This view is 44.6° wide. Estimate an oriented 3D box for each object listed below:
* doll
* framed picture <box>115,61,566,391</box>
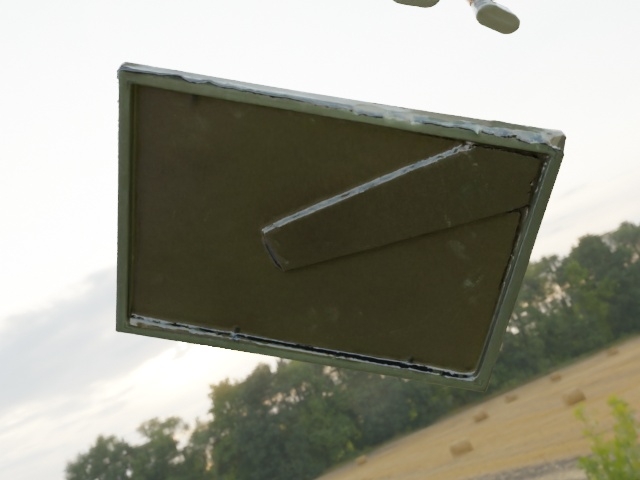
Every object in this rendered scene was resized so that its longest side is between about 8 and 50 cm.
[{"bbox_3d":[0.126,-0.318,0.866,0.183,0.217,0.085,8,-37,-20],"label":"doll"},{"bbox_3d":[0.000,0.000,0.590,0.315,0.024,0.232,10,-59,0],"label":"framed picture"}]
